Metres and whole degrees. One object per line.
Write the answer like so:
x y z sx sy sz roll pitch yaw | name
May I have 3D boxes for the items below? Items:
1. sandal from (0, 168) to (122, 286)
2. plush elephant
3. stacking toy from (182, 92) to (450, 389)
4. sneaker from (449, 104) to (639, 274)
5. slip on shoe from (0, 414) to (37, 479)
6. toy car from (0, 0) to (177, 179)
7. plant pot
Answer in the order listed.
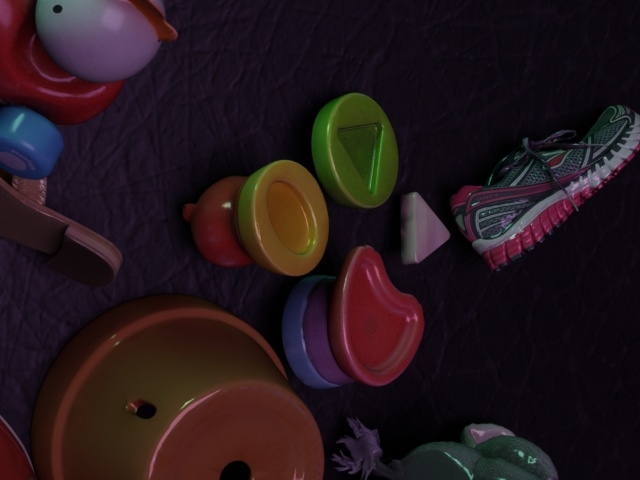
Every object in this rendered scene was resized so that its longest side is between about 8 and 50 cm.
-0.295 -0.047 1.239 0.240 0.088 0.079 34 46 -17 | sandal
0.182 0.347 1.495 0.272 0.330 0.255 -53 143 3 | plush elephant
0.000 0.000 1.424 0.309 0.130 0.280 57 44 -28 | stacking toy
0.289 -0.087 1.548 0.299 0.121 0.112 -38 85 -28 | sneaker
-0.326 0.281 1.258 0.123 0.101 0.331 -30 111 -21 | slip on shoe
-0.228 -0.204 1.113 0.210 0.238 0.219 39 59 -29 | toy car
-0.129 0.215 1.301 0.290 0.203 0.291 -5 101 -30 | plant pot
